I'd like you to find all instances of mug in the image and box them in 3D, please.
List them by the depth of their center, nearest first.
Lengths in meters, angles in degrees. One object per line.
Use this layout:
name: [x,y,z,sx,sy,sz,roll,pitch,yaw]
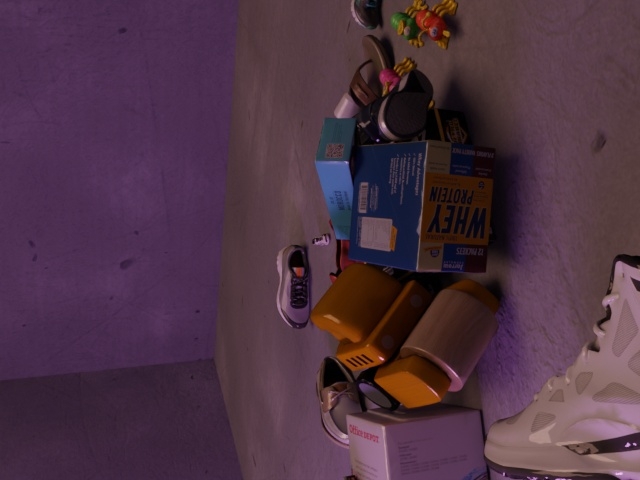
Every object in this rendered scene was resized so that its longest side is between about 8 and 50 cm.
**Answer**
mug: [0.070,-0.337,1.746,0.078,0.062,0.064,63,143,37]

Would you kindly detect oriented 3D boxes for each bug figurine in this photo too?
bug figurine: [0.178,-0.344,1.388,0.216,0.072,0.278,-118,30,-53]

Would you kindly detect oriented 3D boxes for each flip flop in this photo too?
flip flop: [0.104,-0.322,1.604,0.112,0.080,0.276,-135,45,-64]

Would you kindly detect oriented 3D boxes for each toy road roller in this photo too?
toy road roller: [0.128,0.150,1.256,0.202,0.241,0.329,-52,6,-25]

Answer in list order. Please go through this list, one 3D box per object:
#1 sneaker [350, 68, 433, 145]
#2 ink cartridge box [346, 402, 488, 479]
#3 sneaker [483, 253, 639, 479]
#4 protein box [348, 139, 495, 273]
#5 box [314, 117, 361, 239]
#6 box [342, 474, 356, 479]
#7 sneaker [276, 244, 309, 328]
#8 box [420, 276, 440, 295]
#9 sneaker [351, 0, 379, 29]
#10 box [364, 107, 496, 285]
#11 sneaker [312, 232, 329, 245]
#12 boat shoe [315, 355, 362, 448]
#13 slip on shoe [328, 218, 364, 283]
sneaker: [0.108,-0.201,1.256,0.163,0.086,0.226,-35,13,35]
ink cartridge box: [0.180,0.450,1.312,0.198,0.197,0.269,157,109,-71]
sneaker: [0.358,0.159,0.845,0.447,0.169,0.257,148,126,-61]
protein box: [0.159,-0.055,1.155,0.201,0.136,0.199,8,95,61]
box: [0.047,-0.107,1.297,0.244,0.060,0.100,72,-155,-56]
box: [0.064,0.521,1.315,0.137,0.027,0.093,-111,26,-43]
sneaker: [-0.081,0.143,2.228,0.108,0.100,0.271,150,116,-64]
box: [0.181,0.092,1.496,0.184,0.045,0.190,111,150,-54]
sneaker: [0.107,-0.559,1.593,0.076,0.065,0.166,149,114,-65]
box: [0.179,-0.061,1.348,0.322,0.080,0.257,-39,54,56]
sneaker: [0.000,0.000,2.047,0.083,0.037,0.031,144,123,-67]
boat shoe: [0.047,0.417,1.851,0.302,0.113,0.103,-126,32,-61]
slip on shoe: [0.070,0.094,1.625,0.123,0.102,0.331,-154,60,-81]
